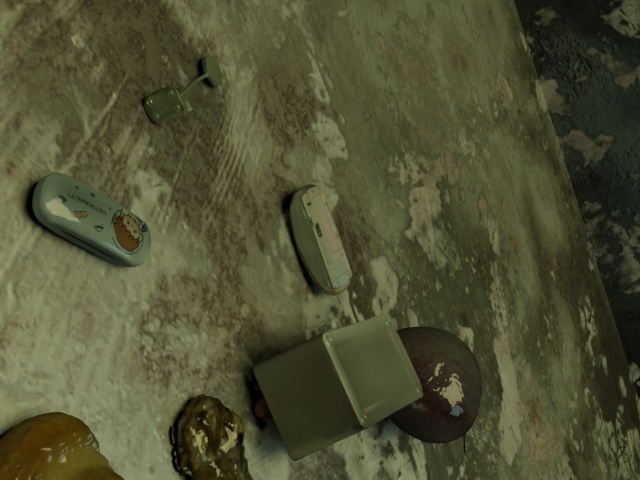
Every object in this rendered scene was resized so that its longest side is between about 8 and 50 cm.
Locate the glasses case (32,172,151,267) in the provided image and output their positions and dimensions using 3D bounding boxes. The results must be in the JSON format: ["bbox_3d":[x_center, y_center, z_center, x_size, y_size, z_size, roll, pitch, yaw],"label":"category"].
[{"bbox_3d":[-0.286,-0.023,1.068,0.178,0.045,0.067,36,51,-45],"label":"glasses case"}]

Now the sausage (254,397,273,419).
[{"bbox_3d":[-0.051,0.269,1.322,0.147,0.035,0.030,24,77,-52],"label":"sausage"}]

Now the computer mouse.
[{"bbox_3d":[-0.002,0.000,1.481,0.102,0.045,0.199,-32,105,-55],"label":"computer mouse"}]

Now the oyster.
[{"bbox_3d":[-0.106,0.374,1.176,0.129,0.079,0.344,-33,104,-64],"label":"oyster"}]

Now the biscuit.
[{"bbox_3d":[-0.277,0.340,0.911,0.274,0.091,0.213,63,33,-23],"label":"biscuit"}]

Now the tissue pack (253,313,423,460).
[{"bbox_3d":[0.036,0.222,1.329,0.246,0.136,0.159,-5,68,-61],"label":"tissue pack"}]

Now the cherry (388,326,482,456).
[{"bbox_3d":[0.199,0.264,1.556,0.266,0.184,0.213,38,33,-26],"label":"cherry"}]

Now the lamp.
[{"bbox_3d":[-0.204,-0.235,1.291,0.050,0.056,0.198,63,24,-17],"label":"lamp"}]
